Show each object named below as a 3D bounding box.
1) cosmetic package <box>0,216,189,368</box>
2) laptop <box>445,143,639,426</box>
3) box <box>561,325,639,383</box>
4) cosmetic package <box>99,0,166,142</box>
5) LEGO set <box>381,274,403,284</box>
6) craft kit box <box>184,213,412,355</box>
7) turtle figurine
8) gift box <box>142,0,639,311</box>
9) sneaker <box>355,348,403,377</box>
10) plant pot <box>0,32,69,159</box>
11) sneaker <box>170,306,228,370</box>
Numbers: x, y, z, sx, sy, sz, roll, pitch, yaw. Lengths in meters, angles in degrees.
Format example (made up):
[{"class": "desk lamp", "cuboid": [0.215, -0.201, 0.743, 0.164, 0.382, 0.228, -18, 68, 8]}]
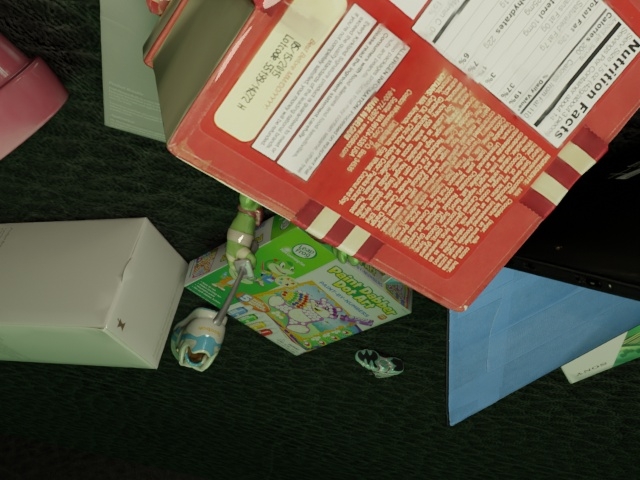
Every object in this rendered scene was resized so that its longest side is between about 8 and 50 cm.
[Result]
[{"class": "cosmetic package", "cuboid": [-0.421, 0.084, 1.119, 0.366, 0.197, 0.155, 1, 147, 22]}, {"class": "laptop", "cuboid": [0.315, 0.032, 0.537, 0.236, 0.382, 0.408, 69, 166, -12]}, {"class": "box", "cuboid": [0.355, 0.042, 0.813, 0.232, 0.058, 0.322, -27, 137, 15]}, {"class": "cosmetic package", "cuboid": [-0.132, -0.196, 0.651, 0.127, 0.107, 0.238, 17, 146, -8]}, {"class": "LEGO set", "cuboid": [0.216, 0.017, 0.852, 0.182, 0.060, 0.244, 3, 152, -29]}, {"class": "craft kit box", "cuboid": [-0.032, 0.070, 1.051, 0.247, 0.061, 0.250, -29, 129, 34]}, {"class": "turtle figurine", "cuboid": [0.000, 0.000, 0.787, 0.198, 0.274, 0.266, -48, 145, 19]}, {"class": "gift box", "cuboid": [0.029, -0.155, 0.454, 0.276, 0.258, 0.255, 35, 104, -28]}, {"class": "sneaker", "cuboid": [0.102, 0.240, 1.322, 0.098, 0.038, 0.069, 21, 147, -11]}, {"class": "plant pot", "cuboid": [-0.401, -0.169, 0.726, 0.201, 0.201, 0.180, -12, 125, 35]}, {"class": "sneaker", "cuboid": [-0.247, 0.207, 1.348, 0.087, 0.092, 0.228, 19, 150, -13]}]
